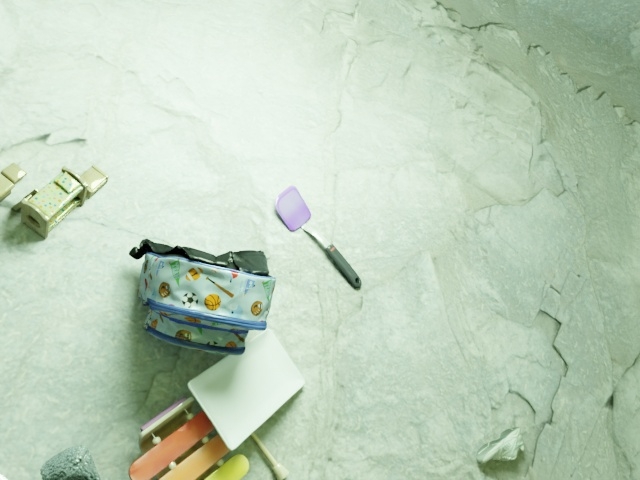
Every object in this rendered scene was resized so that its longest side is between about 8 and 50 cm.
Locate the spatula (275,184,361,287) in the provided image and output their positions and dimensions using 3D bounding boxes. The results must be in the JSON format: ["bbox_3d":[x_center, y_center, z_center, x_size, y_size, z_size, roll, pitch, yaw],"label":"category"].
[{"bbox_3d":[0.000,0.000,1.395,0.296,0.030,0.084,49,56,0],"label":"spatula"}]

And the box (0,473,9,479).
[{"bbox_3d":[-0.556,0.455,0.774,0.058,0.232,0.322,43,55,-5],"label":"box"}]

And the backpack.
[{"bbox_3d":[-0.215,0.104,1.096,0.276,0.263,0.213,8,80,-24],"label":"backpack"}]

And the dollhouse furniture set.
[{"bbox_3d":[-0.536,-0.131,1.134,0.161,0.101,0.182,39,56,-6],"label":"dollhouse furniture set"}]

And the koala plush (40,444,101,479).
[{"bbox_3d":[-0.417,0.473,0.872,0.221,0.196,0.203,-22,123,-28],"label":"koala plush"}]

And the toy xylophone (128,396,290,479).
[{"bbox_3d":[-0.188,0.430,1.068,0.323,0.081,0.236,49,55,0],"label":"toy xylophone"}]

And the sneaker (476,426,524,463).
[{"bbox_3d":[0.433,0.499,1.375,0.152,0.053,0.061,-16,78,-33],"label":"sneaker"}]

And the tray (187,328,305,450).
[{"bbox_3d":[-0.141,0.285,1.139,0.145,0.030,0.270,55,32,5],"label":"tray"}]
